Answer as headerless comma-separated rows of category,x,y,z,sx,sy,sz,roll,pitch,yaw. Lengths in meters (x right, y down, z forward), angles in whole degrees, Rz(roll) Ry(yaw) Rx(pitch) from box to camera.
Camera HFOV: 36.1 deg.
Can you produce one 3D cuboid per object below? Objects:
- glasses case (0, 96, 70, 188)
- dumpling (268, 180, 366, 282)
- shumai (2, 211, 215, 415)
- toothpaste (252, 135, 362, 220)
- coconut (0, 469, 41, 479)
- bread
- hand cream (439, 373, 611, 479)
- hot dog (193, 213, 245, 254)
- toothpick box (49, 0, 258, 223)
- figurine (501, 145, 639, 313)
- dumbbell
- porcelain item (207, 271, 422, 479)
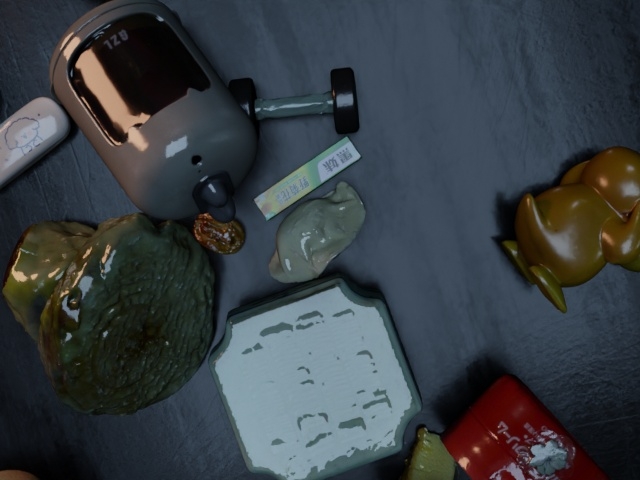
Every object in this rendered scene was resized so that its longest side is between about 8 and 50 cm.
glasses case,-0.474,-0.144,1.515,0.197,0.049,0.076,-36,92,4
dumpling,-0.001,0.002,1.470,0.169,0.134,0.100,-31,126,-10
shumai,-0.334,0.083,1.483,0.263,0.304,0.309,28,83,34
toothpaste,-0.021,-0.096,1.513,0.178,0.037,0.043,-34,91,4
coconut,-0.473,0.460,1.481,0.236,0.236,0.204,40,71,-1
bread,0.173,0.358,1.517,0.084,0.080,0.109,19,96,-3
hand cream,0.301,0.318,1.441,0.149,0.230,0.230,-43,92,0
hot dog,-0.158,-0.013,1.523,0.083,0.035,0.058,24,98,0
toothpick box,-0.219,-0.162,1.392,0.229,0.229,0.316,-38,70,4
figurine,0.389,-0.025,1.437,0.228,0.215,0.215,-17,93,-11
dumbbell,-0.040,-0.202,1.475,0.191,0.100,0.100,-6,94,3
porcelain item,-0.006,0.207,1.473,0.281,0.157,0.285,-22,92,1
